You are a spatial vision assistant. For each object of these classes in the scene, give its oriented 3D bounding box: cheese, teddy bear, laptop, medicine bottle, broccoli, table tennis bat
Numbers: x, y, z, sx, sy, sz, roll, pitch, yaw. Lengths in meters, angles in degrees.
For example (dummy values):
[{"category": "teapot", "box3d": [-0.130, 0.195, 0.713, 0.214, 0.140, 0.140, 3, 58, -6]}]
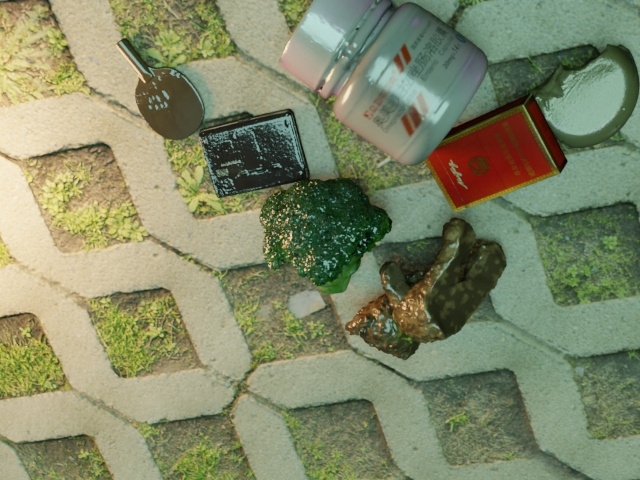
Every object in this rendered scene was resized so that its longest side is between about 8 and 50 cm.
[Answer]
[{"category": "cheese", "box3d": [0.510, -0.277, 1.642, 0.175, 0.091, 0.202, 44, 107, -7]}, {"category": "teddy bear", "box3d": [0.218, 0.105, 1.795, 0.246, 0.222, 0.296, 32, 78, -35]}, {"category": "laptop", "box3d": [-0.138, -0.178, 1.797, 0.207, 0.026, 0.154, -11, 108, 12]}, {"category": "medicine bottle", "box3d": [0.113, -0.319, 1.593, 0.325, 0.256, 0.256, 36, 110, -3]}, {"category": "broccoli", "box3d": [0.000, 0.000, 1.761, 0.254, 0.269, 0.269, -33, 104, -20]}, {"category": "table tennis bat", "box3d": [-0.334, -0.313, 1.783, 0.131, 0.022, 0.234, -33, 104, 18]}]

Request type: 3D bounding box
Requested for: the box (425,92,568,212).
[{"category": "box", "box3d": [0.329, -0.163, 1.675, 0.240, 0.074, 0.153, -22, 110, 37]}]
